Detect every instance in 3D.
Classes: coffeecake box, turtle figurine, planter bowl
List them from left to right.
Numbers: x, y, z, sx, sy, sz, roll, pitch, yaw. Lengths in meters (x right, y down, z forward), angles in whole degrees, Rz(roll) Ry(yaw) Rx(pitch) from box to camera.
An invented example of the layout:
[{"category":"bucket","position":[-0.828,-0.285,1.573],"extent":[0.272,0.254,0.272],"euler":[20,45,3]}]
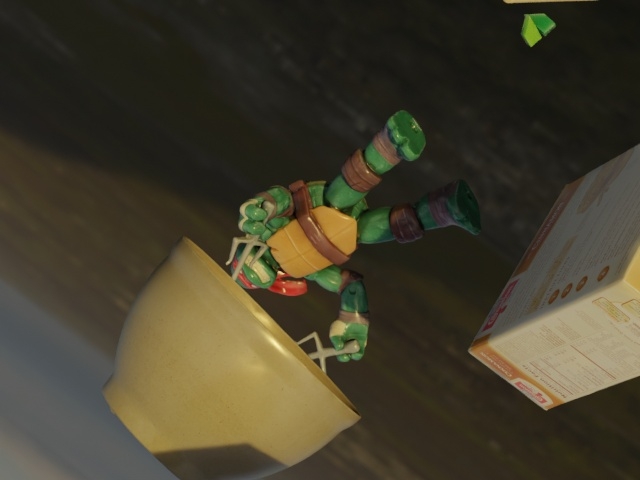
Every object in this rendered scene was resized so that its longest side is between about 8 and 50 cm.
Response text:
[{"category":"planter bowl","position":[-0.069,0.091,1.158],"extent":[0.162,0.109,0.162],"euler":[46,179,1]},{"category":"turtle figurine","position":[0.000,0.000,1.439],"extent":[0.175,0.234,0.118],"euler":[40,-152,-36]},{"category":"coffeecake box","position":[0.184,0.011,1.080],"extent":[0.068,0.142,0.185],"euler":[38,154,-9]}]

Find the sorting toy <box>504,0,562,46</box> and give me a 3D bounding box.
[{"category":"sorting toy","position":[0.138,-0.157,1.092],"extent":[0.062,0.083,0.012],"euler":[-1,-160,13]}]
